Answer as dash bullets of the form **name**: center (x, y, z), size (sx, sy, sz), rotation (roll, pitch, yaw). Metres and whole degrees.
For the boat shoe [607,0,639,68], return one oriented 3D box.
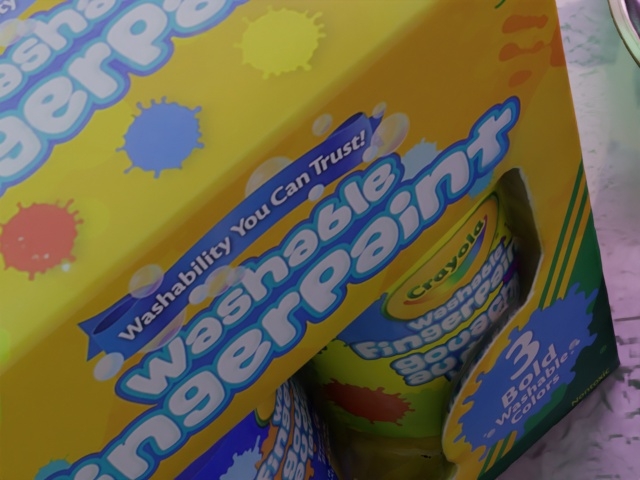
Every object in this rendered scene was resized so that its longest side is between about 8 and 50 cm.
- **boat shoe**: center (0.189, -0.148, 0.892), size (0.049, 0.056, 0.152), rotation (-32, 52, 33)

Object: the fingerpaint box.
- **fingerpaint box**: center (-0.088, 0.073, 0.703), size (0.445, 0.371, 0.163), rotation (-40, 58, -10)
